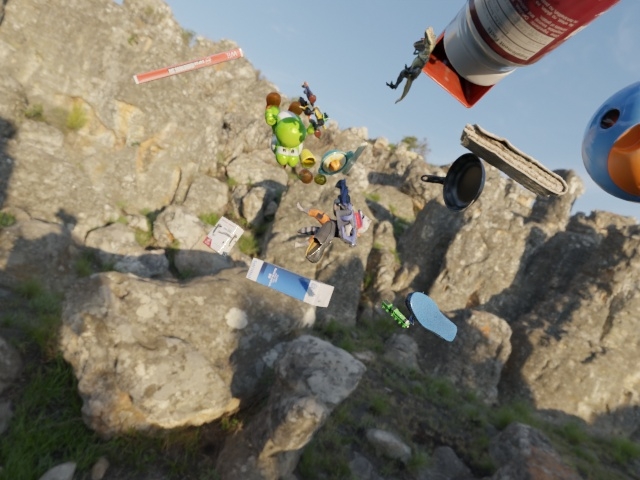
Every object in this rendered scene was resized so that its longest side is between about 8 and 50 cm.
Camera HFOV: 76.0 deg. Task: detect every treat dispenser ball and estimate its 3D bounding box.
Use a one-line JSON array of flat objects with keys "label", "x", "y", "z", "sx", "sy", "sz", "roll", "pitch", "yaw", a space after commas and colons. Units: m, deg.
[{"label": "treat dispenser ball", "x": 0.768, "y": -0.227, "z": 0.939, "sx": 0.289, "sy": 0.287, "sz": 0.288, "roll": 22, "pitch": 1, "yaw": 0}]

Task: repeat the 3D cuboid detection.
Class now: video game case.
[{"label": "video game case", "x": -0.362, "y": -0.489, "z": 1.148, "sx": 0.286, "sy": 0.025, "sz": 0.204, "roll": -18, "pitch": 25, "yaw": -6}]

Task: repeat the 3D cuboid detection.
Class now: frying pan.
[{"label": "frying pan", "x": 0.451, "y": -0.177, "z": 1.407, "sx": 0.053, "sy": 0.197, "sz": 0.326, "roll": 10, "pitch": -14, "yaw": -18}]

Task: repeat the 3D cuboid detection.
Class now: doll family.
[{"label": "doll family", "x": -0.024, "y": -0.419, "z": 1.325, "sx": 0.193, "sy": 0.076, "sz": 0.111, "roll": 51, "pitch": 16, "yaw": -38}]

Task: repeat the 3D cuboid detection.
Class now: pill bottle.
[{"label": "pill bottle", "x": 0.447, "y": -0.501, "z": 0.828, "sx": 0.224, "sy": 0.223, "sz": 0.392, "roll": 22, "pitch": -18, "yaw": -15}]

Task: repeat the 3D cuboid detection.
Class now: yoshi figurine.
[{"label": "yoshi figurine", "x": -0.118, "y": -0.437, "z": 1.545, "sx": 0.203, "sy": 0.204, "sz": 0.361, "roll": 58, "pitch": 17, "yaw": -47}]

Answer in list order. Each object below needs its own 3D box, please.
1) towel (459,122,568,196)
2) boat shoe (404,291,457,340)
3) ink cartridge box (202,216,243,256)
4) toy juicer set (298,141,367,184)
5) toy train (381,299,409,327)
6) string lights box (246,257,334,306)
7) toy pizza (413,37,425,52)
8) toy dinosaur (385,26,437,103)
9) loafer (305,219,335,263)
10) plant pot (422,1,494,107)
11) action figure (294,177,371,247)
[{"label": "towel", "x": 0.485, "y": -0.205, "z": 1.054, "sx": 0.282, "sy": 0.049, "sz": 0.187, "roll": 38, "pitch": 14, "yaw": 9}, {"label": "boat shoe", "x": 0.352, "y": 0.263, "z": 1.375, "sx": 0.258, "sy": 0.109, "sz": 0.089, "roll": 48, "pitch": -21, "yaw": -25}, {"label": "ink cartridge box", "x": -0.394, "y": -0.016, "z": 1.662, "sx": 0.099, "sy": 0.135, "sz": 0.056, "roll": 28, "pitch": -13, "yaw": 25}, {"label": "toy juicer set", "x": 0.053, "y": -0.321, "z": 1.829, "sx": 0.329, "sy": 0.209, "sz": 0.089, "roll": -12, "pitch": 56, "yaw": -20}, {"label": "toy train", "x": 0.171, "y": 0.166, "z": 0.935, "sx": 0.017, "sy": 0.023, "sz": 0.083, "roll": -24, "pitch": 47, "yaw": -28}, {"label": "string lights box", "x": -0.102, "y": 0.142, "z": 1.370, "sx": 0.260, "sy": 0.076, "sz": 0.133, "roll": 19, "pitch": -4, "yaw": 23}, {"label": "toy pizza", "x": 0.513, "y": -0.860, "z": 1.809, "sx": 0.202, "sy": 0.032, "sz": 0.201, "roll": 10, "pitch": 10, "yaw": -2}, {"label": "toy dinosaur", "x": 0.273, "y": -0.513, "z": 1.266, "sx": 0.064, "sy": 0.268, "sz": 0.118, "roll": 45, "pitch": 51, "yaw": 13}, {"label": "loafer", "x": 0.000, "y": 0.000, "z": 1.471, "sx": 0.062, "sy": 0.169, "sz": 0.061, "roll": 21, "pitch": -8, "yaw": 27}, {"label": "plant pot", "x": 0.543, "y": -0.706, "z": 1.501, "sx": 0.268, "sy": 0.267, "sz": 0.235, "roll": 32, "pitch": 41, "yaw": -15}, {"label": "action figure", "x": 0.059, "y": -0.099, "z": 1.822, "sx": 0.331, "sy": 0.340, "sz": 0.178, "roll": 2, "pitch": -27, "yaw": 0}]
